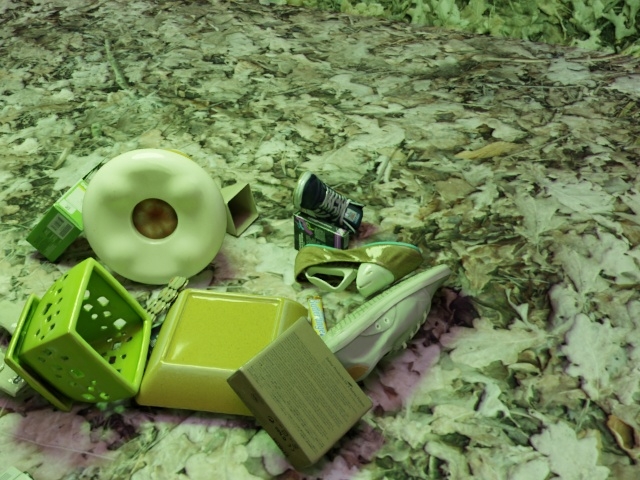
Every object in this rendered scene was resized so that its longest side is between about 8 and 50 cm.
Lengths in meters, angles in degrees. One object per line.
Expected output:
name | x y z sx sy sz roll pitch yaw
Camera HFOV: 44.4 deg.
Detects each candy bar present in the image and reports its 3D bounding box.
candy bar | -0.006 0.189 1.861 0.040 0.018 0.162 -5 40 -6

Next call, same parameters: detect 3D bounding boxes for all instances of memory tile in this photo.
memory tile | -0.373 0.141 1.844 0.148 0.012 0.113 -49 20 -14

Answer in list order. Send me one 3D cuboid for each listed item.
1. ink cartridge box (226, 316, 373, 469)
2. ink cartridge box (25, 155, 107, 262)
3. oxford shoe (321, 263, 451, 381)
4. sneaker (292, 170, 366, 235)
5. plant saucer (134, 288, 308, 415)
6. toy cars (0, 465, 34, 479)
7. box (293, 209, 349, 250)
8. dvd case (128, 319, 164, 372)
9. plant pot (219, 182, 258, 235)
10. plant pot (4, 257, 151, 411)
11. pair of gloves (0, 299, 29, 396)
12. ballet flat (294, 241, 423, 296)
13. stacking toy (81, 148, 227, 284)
ink cartridge box | -0.040 0.305 1.574 0.193 0.088 0.235 -35 85 -37
ink cartridge box | -0.634 -0.088 2.071 0.097 0.188 0.255 43 40 -12
oxford shoe | 0.164 0.182 1.793 0.449 0.169 0.130 -33 89 -44
sneaker | 0.029 -0.094 2.046 0.153 0.282 0.099 22 83 16
plant saucer | -0.208 0.222 1.727 0.332 0.081 0.333 5 40 4
toy cars | -0.530 0.542 1.369 0.176 0.087 0.394 -8 39 -10
box | 0.000 0.000 2.019 0.162 0.116 0.029 24 44 27
dvd case | -0.305 0.235 1.798 0.238 0.030 0.179 -26 45 -30
plant pot | -0.249 -0.089 2.150 0.096 0.109 0.109 7 37 32
plant pot | -0.516 0.213 1.660 0.207 0.227 0.228 -23 36 16
pair of gloves | -0.694 0.241 1.763 0.204 0.042 0.240 19 38 7
ballet flat | 0.078 0.074 1.896 0.342 0.116 0.124 2 50 29
stacking toy | -0.414 -0.124 2.090 0.350 0.351 0.480 -3 22 -2
